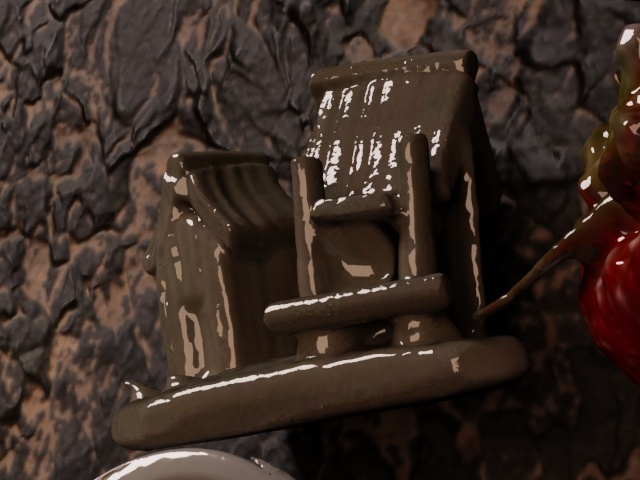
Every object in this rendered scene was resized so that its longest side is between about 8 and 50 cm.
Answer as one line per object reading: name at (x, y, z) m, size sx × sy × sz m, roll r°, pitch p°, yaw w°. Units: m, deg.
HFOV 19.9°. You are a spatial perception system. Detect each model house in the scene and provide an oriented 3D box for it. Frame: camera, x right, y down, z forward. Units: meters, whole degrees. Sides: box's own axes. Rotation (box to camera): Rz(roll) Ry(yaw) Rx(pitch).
model house at (0.004, 0.007, 0.871) m, size 0.229 × 0.122 × 0.188 m, roll -13°, pitch 68°, yaw 33°

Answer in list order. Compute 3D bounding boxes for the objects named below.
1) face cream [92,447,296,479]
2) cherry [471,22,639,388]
face cream at (-0.037, 0.194, 0.812) m, size 0.177 × 0.153 × 0.177 m, roll -12°, pitch 62°, yaw 24°
cherry at (0.209, 0.009, 0.704) m, size 0.249 × 0.175 × 0.192 m, roll 34°, pitch 121°, yaw 18°
